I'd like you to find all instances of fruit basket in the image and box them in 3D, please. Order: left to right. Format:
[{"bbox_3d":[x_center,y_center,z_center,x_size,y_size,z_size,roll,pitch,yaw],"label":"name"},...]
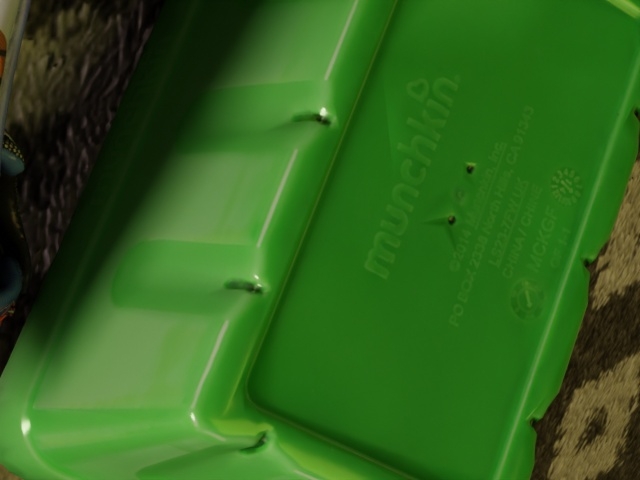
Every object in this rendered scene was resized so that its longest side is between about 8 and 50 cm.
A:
[{"bbox_3d":[0.000,0.000,0.804,0.283,0.392,0.392,27,93,-22],"label":"fruit basket"}]

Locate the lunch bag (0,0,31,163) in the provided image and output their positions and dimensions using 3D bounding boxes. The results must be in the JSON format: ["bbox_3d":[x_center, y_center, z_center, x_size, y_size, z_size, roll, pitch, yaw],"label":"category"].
[{"bbox_3d":[-0.242,-0.053,0.524,0.243,0.115,0.303,2,113,-37],"label":"lunch bag"}]

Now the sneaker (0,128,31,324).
[{"bbox_3d":[-0.184,0.027,0.693,0.083,0.087,0.221,-24,132,-40],"label":"sneaker"}]
